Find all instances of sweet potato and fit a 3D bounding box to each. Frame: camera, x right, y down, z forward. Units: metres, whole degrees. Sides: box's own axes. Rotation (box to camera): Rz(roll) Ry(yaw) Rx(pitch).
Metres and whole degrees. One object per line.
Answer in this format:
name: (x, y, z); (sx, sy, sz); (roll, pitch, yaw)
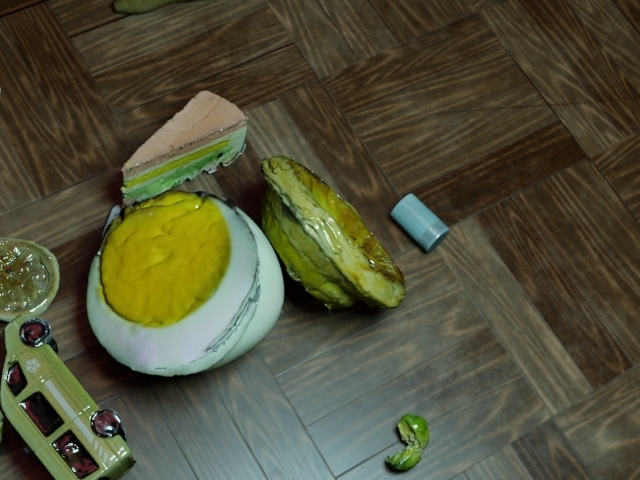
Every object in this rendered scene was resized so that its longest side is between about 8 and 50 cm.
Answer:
sweet potato: (-0.228, -0.431, 1.823); (0.244, 0.077, 0.077); (-18, 68, -19)

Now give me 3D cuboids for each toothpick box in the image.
toothpick box: (0.155, -0.027, 1.701); (0.052, 0.052, 0.083); (-38, 75, -24)

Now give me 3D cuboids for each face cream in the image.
face cream: (-0.299, -0.031, 1.643); (0.040, 0.021, 0.083); (18, 63, -1)

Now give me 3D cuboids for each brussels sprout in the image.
brussels sprout: (0.127, 0.289, 1.549); (0.051, 0.046, 0.083); (21, 72, -3)

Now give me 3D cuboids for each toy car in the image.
toy car: (-0.360, 0.225, 1.462); (0.124, 0.101, 0.256); (-37, 76, -20)

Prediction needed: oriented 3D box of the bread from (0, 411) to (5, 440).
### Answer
bread: (-0.512, 0.299, 1.374); (0.130, 0.152, 0.267); (39, 63, -14)

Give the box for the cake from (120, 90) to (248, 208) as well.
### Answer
cake: (-0.223, -0.140, 1.650); (0.225, 0.109, 0.090); (-30, 71, -29)

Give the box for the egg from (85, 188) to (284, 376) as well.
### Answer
egg: (-0.181, 0.073, 1.537); (0.286, 0.174, 0.264); (7, 74, 24)

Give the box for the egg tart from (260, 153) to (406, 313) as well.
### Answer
egg tart: (0.000, 0.000, 1.574); (0.115, 0.290, 0.290); (-43, 75, 8)

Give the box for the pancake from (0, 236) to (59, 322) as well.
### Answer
pancake: (-0.444, 0.053, 1.575); (0.139, 0.022, 0.139); (4, 63, -9)
